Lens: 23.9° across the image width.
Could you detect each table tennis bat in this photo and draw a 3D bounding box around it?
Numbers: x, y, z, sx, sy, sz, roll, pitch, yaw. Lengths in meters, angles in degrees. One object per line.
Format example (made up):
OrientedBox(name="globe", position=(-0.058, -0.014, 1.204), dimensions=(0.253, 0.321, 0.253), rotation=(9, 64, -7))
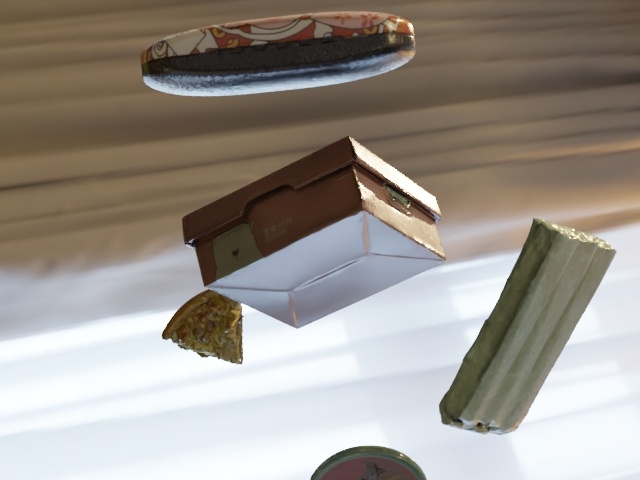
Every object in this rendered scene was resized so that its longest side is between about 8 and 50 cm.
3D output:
OrientedBox(name="table tennis bat", position=(0.033, 0.346, 1.874), dimensions=(0.244, 0.153, 0.040), rotation=(-52, -161, 24))

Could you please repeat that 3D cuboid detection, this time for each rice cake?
OrientedBox(name="rice cake", position=(0.189, 0.085, 1.399), dimensions=(0.038, 0.124, 0.211), rotation=(31, -79, 39))

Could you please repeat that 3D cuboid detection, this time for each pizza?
OrientedBox(name="pizza", position=(-0.123, 0.111, 1.847), dimensions=(0.109, 0.123, 0.026), rotation=(51, 11, -17))

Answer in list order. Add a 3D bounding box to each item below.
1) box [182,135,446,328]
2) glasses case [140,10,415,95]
OrientedBox(name="box", position=(0.000, 0.000, 1.619), dimensions=(0.215, 0.215, 0.086), rotation=(30, 40, -56))
OrientedBox(name="glasses case", position=(-0.041, -0.180, 1.467), dimensions=(0.103, 0.266, 0.067), rotation=(78, 7, -85))
